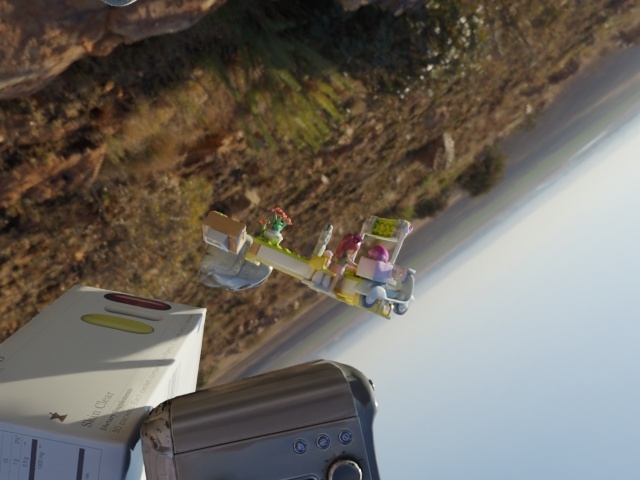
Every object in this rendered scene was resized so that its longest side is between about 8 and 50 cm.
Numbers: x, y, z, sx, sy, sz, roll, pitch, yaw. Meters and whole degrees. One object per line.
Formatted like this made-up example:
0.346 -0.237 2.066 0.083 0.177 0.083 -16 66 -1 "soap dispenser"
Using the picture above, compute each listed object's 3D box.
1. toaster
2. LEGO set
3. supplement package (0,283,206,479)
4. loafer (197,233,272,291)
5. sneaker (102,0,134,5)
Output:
-0.043 0.158 0.473 0.146 0.129 0.227 -9 173 -11 "toaster"
0.000 0.000 0.753 0.132 0.287 0.107 30 82 -49 "LEGO set"
-0.211 0.184 0.595 0.262 0.145 0.204 -82 -178 -75 "supplement package"
-0.142 0.041 1.126 0.112 0.111 0.319 -64 -173 -5 "loafer"
-0.215 -0.357 0.666 0.086 0.226 0.163 -9 -158 5 "sneaker"
